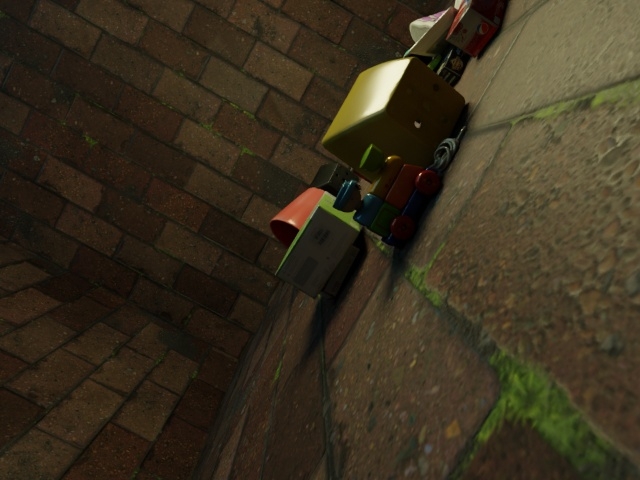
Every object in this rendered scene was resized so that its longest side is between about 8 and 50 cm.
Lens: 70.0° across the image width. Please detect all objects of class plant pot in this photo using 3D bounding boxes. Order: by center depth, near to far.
[{"bbox_3d":[0.166,-0.246,0.946,0.212,0.212,0.187,-62,17,-15],"label":"plant pot"},{"bbox_3d":[-0.049,-0.086,2.051,0.243,0.275,0.275,-52,1,-23],"label":"plant pot"},{"bbox_3d":[0.075,-0.267,2.197,0.167,0.187,0.188,-23,36,61],"label":"plant pot"}]

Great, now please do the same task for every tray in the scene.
[{"bbox_3d":[0.344,-0.552,1.246,0.145,0.030,0.270,-43,-7,35],"label":"tray"}]

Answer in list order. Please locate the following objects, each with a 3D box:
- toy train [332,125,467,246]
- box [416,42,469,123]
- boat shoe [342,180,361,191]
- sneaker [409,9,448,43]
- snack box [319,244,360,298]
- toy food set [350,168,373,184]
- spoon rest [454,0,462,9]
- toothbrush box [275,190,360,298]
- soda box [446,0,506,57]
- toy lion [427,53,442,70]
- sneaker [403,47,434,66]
[{"bbox_3d":[0.136,-0.127,0.808,0.248,0.143,0.105,-61,5,0],"label":"toy train"},{"bbox_3d":[0.327,-0.447,1.239,0.175,0.051,0.220,-63,5,-24],"label":"box"},{"bbox_3d":[0.134,-0.205,1.860,0.066,0.066,0.183,-54,17,24],"label":"boat shoe"},{"bbox_3d":[0.416,-0.696,1.499,0.161,0.102,0.282,-21,40,1],"label":"sneaker"},{"bbox_3d":[0.046,0.081,1.193,0.141,0.037,0.100,-61,4,-14],"label":"snack box"},{"bbox_3d":[0.166,-0.264,1.544,0.111,0.105,0.232,-59,5,25],"label":"toy food set"},{"bbox_3d":[0.429,-0.703,1.256,0.276,0.084,0.137,53,-133,-80],"label":"spoon rest"},{"bbox_3d":[0.000,0.000,1.211,0.206,0.122,0.283,-57,3,14],"label":"toothbrush box"},{"bbox_3d":[0.380,-0.549,1.085,0.263,0.083,0.092,-64,6,-36],"label":"soda box"},{"bbox_3d":[0.286,-0.453,1.223,0.096,0.034,0.100,-53,6,12],"label":"toy lion"},{"bbox_3d":[0.362,-0.651,1.721,0.178,0.124,0.295,-53,1,-29],"label":"sneaker"}]
